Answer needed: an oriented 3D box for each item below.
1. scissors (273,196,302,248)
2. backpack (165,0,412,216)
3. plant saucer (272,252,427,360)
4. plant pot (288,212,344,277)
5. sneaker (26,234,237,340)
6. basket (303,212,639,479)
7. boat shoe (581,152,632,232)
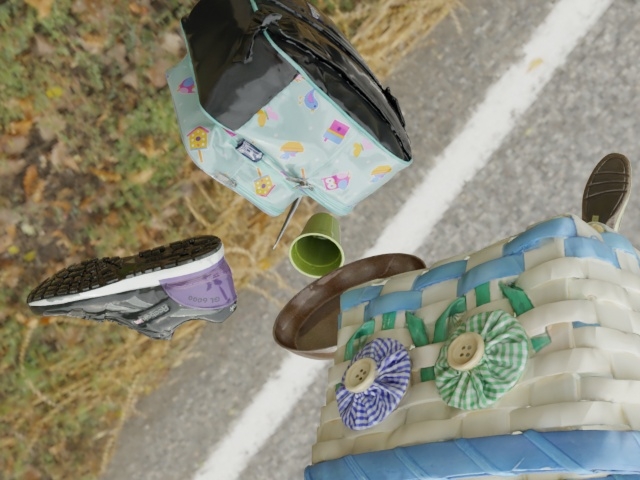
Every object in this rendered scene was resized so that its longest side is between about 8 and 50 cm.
[{"bbox_3d":[-0.018,-0.120,1.744,0.021,0.109,0.297,13,128,-28],"label":"scissors"},{"bbox_3d":[-0.023,-0.103,0.810,0.188,0.166,0.144,28,115,-36],"label":"backpack"},{"bbox_3d":[0.033,0.069,1.023,0.168,0.168,0.029,-30,113,-12],"label":"plant saucer"},{"bbox_3d":[0.000,0.000,1.541,0.083,0.079,0.083,5,127,7],"label":"plant pot"},{"bbox_3d":[-0.251,0.088,1.368,0.283,0.107,0.124,-11,112,12],"label":"sneaker"},{"bbox_3d":[0.111,0.150,0.596,0.255,0.288,0.201,-23,155,38],"label":"basket"},{"bbox_3d":[0.438,-0.040,1.582,0.072,0.068,0.190,11,95,-61],"label":"boat shoe"}]
